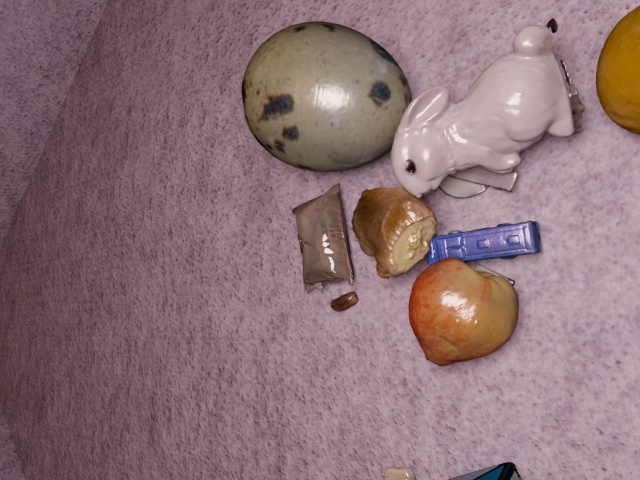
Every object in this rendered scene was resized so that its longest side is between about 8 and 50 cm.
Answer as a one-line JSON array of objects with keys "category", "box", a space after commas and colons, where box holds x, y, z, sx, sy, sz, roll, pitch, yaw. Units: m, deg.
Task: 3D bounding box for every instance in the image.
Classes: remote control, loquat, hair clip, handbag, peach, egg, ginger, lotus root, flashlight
[{"category": "remote control", "box": [0.191, 0.593, 1.025, 0.074, 0.032, 0.122, -14, 78, 32]}, {"category": "loquat", "box": [0.594, -0.296, 0.735, 0.244, 0.244, 0.243, -4, 83, 34]}, {"category": "hair clip", "box": [0.337, -0.161, 0.996, 0.220, 0.054, 0.140, 25, 104, 36]}, {"category": "handbag", "box": [0.000, 0.000, 1.173, 0.183, 0.117, 0.270, -17, 76, 40]}, {"category": "peach", "box": [0.282, 0.157, 0.902, 0.233, 0.232, 0.232, -4, 83, 34]}, {"category": "egg", "box": [0.011, -0.338, 1.059, 0.428, 0.345, 0.345, 14, 93, 31]}, {"category": "ginger", "box": [0.156, -0.018, 1.010, 0.276, 0.130, 0.221, 142, 133, -66]}, {"category": "lotus root", "box": [0.060, 0.164, 1.161, 0.083, 0.030, 0.037, -30, 71, 29]}, {"category": "flashlight", "box": [0.380, 0.077, 0.958, 0.083, 0.018, 0.018, 29, 102, 33]}]

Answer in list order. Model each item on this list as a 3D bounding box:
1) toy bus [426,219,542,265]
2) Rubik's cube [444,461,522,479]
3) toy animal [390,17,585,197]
[{"category": "toy bus", "box": [0.340, 0.006, 0.947, 0.237, 0.094, 0.079, -10, 79, 33]}, {"category": "Rubik's cube", "box": [0.296, 0.603, 0.825, 0.248, 0.250, 0.246, -32, 68, 25]}, {"category": "toy animal", "box": [0.301, -0.239, 0.880, 0.357, 0.194, 0.257, -19, 110, 16]}]
